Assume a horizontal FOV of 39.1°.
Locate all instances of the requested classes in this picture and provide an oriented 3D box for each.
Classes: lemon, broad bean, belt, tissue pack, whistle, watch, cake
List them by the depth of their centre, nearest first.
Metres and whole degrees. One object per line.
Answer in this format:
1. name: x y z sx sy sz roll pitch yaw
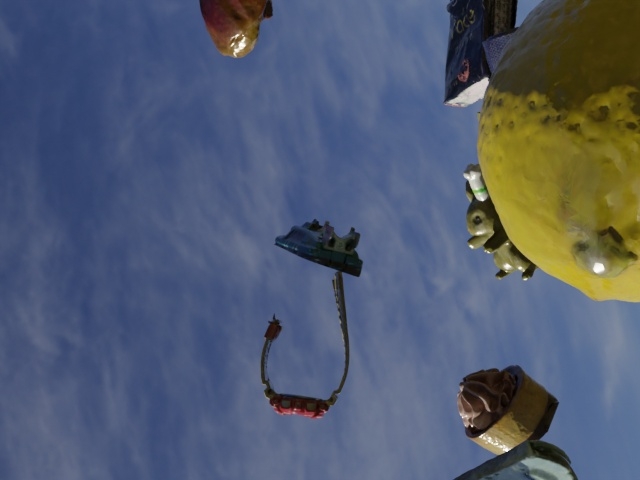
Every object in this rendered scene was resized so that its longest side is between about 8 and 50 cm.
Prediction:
1. lemon: 0.306 -0.107 0.835 0.336 0.336 0.336 38 -139 -44
2. broad bean: -0.132 -0.415 1.471 0.122 0.156 0.228 -18 -61 -36
3. whistle: 0.236 0.476 1.473 0.168 0.404 0.188 35 179 -32
4. watch: -0.029 0.196 1.673 0.102 0.165 0.268 73 -166 -81
5. belt: 0.396 -0.350 1.728 0.230 0.140 0.126 -34 -72 -66
6. cake: 0.387 0.348 1.966 0.178 0.208 0.185 46 -157 -13
7. tissue pack: 0.399 -0.524 2.298 0.123 0.245 0.332 9 -101 -19

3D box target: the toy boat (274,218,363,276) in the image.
1. toy boat: 0.000 0.000 1.834 0.134 0.299 0.092 16 -88 -19

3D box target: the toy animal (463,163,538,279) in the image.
1. toy animal: 0.490 -0.043 2.577 0.363 0.180 0.181 43 172 -8

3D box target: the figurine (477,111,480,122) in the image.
1. figurine: 0.576 -0.272 2.149 0.283 0.338 0.204 62 -179 -39
